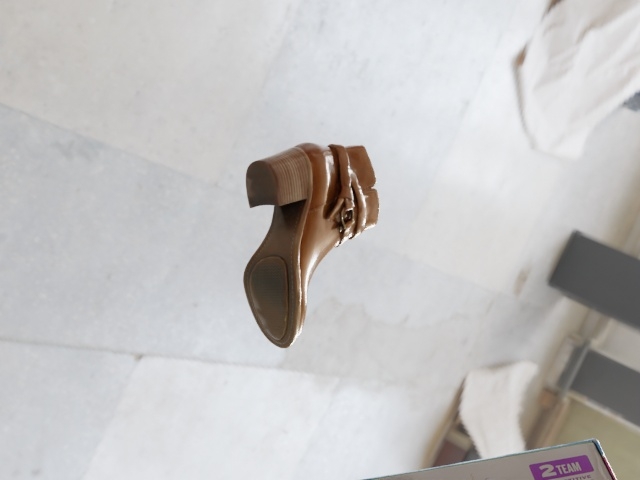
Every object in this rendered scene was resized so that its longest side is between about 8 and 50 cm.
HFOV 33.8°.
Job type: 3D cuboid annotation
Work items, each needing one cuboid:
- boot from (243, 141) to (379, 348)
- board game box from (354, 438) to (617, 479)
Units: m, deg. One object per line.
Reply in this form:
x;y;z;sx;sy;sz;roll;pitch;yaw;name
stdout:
0.000;0.000;1.052;0.152;0.073;0.197;-15;111;-47;boot
0.094;0.263;0.571;0.242;0.316;0.064;-8;129;-6;board game box
